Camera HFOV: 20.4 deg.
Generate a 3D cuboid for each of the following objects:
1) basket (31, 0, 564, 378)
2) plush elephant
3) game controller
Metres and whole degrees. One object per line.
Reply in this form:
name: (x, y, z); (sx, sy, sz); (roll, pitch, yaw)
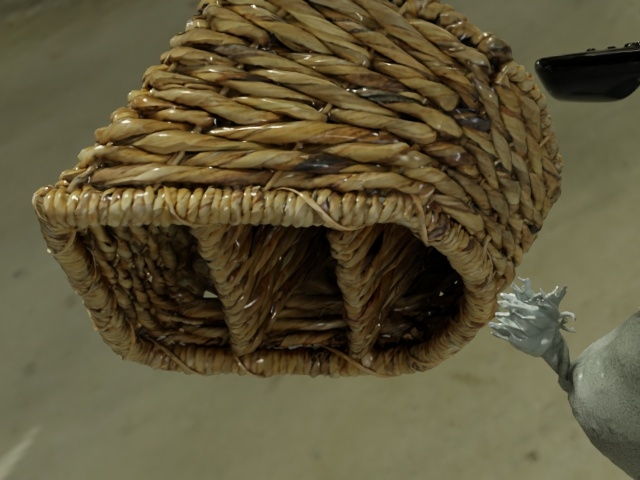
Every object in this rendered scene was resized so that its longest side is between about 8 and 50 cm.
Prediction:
basket: (0.000, 0.000, 1.037); (0.223, 0.213, 0.299); (-54, -13, -16)
plush elephant: (0.334, 0.074, 1.419); (0.255, 0.330, 0.272); (-44, 15, 26)
game controller: (0.294, -0.147, 1.460); (0.167, 0.067, 0.319); (6, 8, 25)
